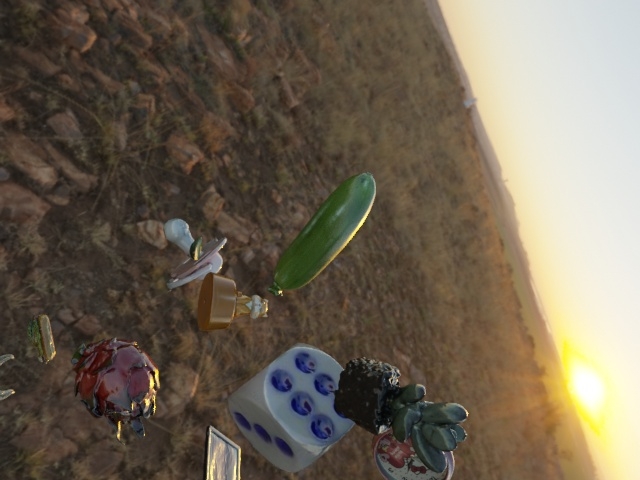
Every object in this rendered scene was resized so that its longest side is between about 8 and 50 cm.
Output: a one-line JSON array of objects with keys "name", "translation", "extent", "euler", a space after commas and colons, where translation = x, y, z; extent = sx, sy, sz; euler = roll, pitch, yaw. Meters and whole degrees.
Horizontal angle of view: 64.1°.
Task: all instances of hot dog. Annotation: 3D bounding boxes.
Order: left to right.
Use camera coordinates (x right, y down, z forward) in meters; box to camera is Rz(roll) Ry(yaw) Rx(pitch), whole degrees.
[{"name": "hot dog", "translation": [-0.714, 0.250, 1.303], "extent": [0.041, 0.056, 0.133], "euler": [-3, 76, -56]}]

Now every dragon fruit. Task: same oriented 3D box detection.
[{"name": "dragon fruit", "translation": [-0.488, 0.352, 1.243], "extent": [0.193, 0.192, 0.274], "euler": [-39, 95, -40]}]

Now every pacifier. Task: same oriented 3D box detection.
[{"name": "pacifier", "translation": [-0.484, 0.050, 1.957], "extent": [0.220, 0.332, 0.273], "euler": [-3, 90, -25]}]

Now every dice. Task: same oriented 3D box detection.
[{"name": "dice", "translation": [-0.067, 0.433, 1.344], "extent": [0.243, 0.251, 0.259], "euler": [-35, 81, -37]}]

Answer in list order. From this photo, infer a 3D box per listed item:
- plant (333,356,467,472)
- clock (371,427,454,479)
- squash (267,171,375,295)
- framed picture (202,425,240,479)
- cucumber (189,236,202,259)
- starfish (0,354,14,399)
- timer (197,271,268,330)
[{"name": "plant", "translation": [0.165, 0.349, 1.064], "extent": [0.149, 0.274, 0.147], "euler": [-7, 116, -57]}, {"name": "clock", "translation": [0.267, 0.631, 1.497], "extent": [0.245, 0.244, 0.056], "euler": [67, 26, -7]}, {"name": "squash", "translation": [0.000, 0.000, 1.223], "extent": [0.107, 0.395, 0.107], "euler": [33, 25, -18]}, {"name": "framed picture", "translation": [-0.307, 0.736, 1.588], "extent": [0.266, 0.018, 0.192], "euler": [-98, 161, -46]}, {"name": "cucumber", "translation": [-0.439, 0.031, 1.777], "extent": [0.107, 0.035, 0.067], "euler": [-97, -163, -74]}, {"name": "starfish", "translation": [-1.033, 0.454, 1.544], "extent": [0.247, 0.050, 0.138], "euler": [-31, 108, -42]}, {"name": "timer", "translation": [-0.191, 0.146, 1.166], "extent": [0.152, 0.132, 0.132], "euler": [10, 54, -24]}]
